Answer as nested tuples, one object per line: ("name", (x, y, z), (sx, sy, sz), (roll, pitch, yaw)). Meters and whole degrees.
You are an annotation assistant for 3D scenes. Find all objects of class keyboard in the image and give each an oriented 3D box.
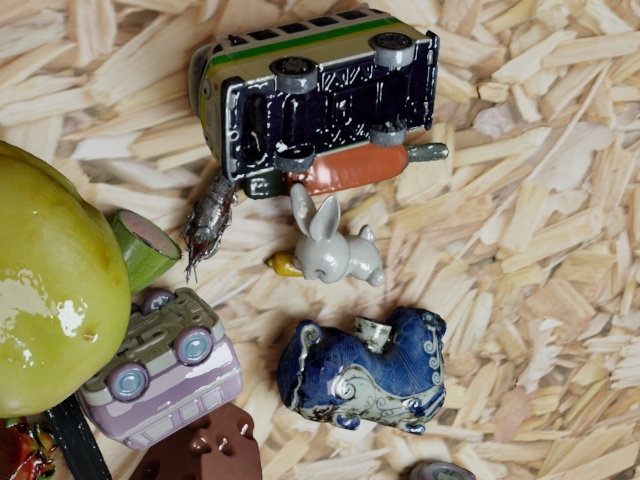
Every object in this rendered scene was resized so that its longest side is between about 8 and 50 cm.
("keyboard", (-0.326, 0.244, 1.636), (0.017, 0.087, 0.250), (-11, 118, 12))

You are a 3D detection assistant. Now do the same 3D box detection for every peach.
("peach", (-0.378, 0.039, 1.408), (0.281, 0.314, 0.315), (-38, 121, 3))

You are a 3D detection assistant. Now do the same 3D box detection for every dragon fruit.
("dragon fruit", (-0.394, 0.282, 1.578), (0.142, 0.138, 0.175), (-37, 153, 26))

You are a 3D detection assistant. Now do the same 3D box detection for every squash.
("squash", (-0.255, 0.040, 1.608), (0.105, 0.105, 0.132), (32, 101, -35))

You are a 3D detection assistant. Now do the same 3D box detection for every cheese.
("cheese", (-0.148, 0.333, 1.710), (0.128, 0.177, 0.203), (36, 86, -35))

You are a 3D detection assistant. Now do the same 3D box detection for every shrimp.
("shrimp", (-0.150, -0.020, 1.663), (0.057, 0.065, 0.165), (25, 98, -3))

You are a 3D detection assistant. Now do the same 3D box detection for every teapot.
("teapot", (0.185, 0.425, 2.003), (0.116, 0.148, 0.146), (16, 115, 2))

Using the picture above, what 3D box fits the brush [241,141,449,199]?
("brush", (0.037, -0.105, 1.755), (0.323, 0.051, 0.070), (-9, 104, -25))

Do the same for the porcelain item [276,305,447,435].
("porcelain item", (0.071, 0.180, 1.821), (0.288, 0.138, 0.186), (11, 90, -35))

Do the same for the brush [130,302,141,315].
("brush", (-0.232, 0.112, 1.685), (0.170, 0.014, 0.043), (22, 98, -36))

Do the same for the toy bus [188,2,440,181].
("toy bus", (-0.018, -0.200, 1.607), (0.305, 0.179, 0.143), (-18, 130, -25))

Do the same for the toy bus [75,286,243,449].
("toy bus", (-0.216, 0.170, 1.625), (0.202, 0.142, 0.142), (-28, 126, -16))

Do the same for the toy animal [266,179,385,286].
("toy animal", (0.000, 0.000, 1.729), (0.182, 0.131, 0.127), (23, 86, -51))
